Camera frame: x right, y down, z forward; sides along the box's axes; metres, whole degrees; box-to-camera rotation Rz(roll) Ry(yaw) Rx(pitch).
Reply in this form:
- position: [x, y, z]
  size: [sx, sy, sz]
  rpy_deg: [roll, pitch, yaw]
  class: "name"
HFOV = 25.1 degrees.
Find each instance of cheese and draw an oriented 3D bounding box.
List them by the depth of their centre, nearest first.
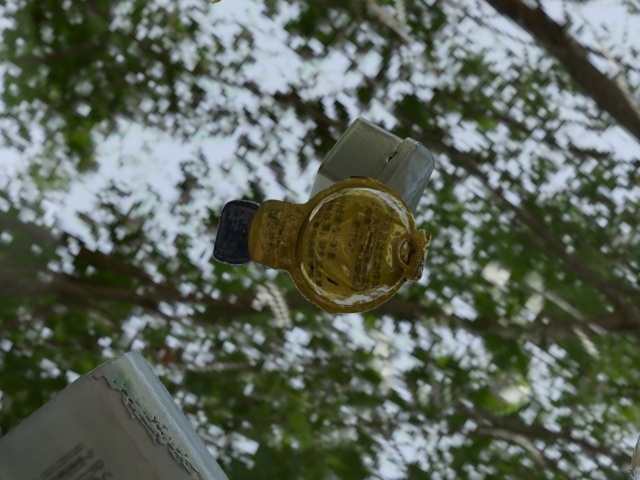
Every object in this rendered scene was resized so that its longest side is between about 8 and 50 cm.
- position: [0.000, 0.000, 1.571]
  size: [0.250, 0.064, 0.156]
  rpy_deg: [9, -103, 21]
  class: "cheese"

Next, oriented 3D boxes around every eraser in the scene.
- position: [-0.143, 0.222, 1.084]
  size: [0.174, 0.081, 0.227]
  rpy_deg: [-36, -105, -2]
  class: "eraser"

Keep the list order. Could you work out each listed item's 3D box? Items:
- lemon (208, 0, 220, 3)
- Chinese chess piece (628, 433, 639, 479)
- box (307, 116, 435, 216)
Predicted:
- position: [-0.103, -0.274, 1.426]
  size: [0.062, 0.062, 0.083]
  rpy_deg: [-123, -144, -52]
  class: "lemon"
- position: [0.401, 0.235, 1.281]
  size: [0.104, 0.257, 0.257]
  rpy_deg: [-59, -145, 9]
  class: "Chinese chess piece"
- position: [0.059, -0.053, 1.957]
  size: [0.148, 0.129, 0.210]
  rpy_deg: [-54, 171, -33]
  class: "box"
